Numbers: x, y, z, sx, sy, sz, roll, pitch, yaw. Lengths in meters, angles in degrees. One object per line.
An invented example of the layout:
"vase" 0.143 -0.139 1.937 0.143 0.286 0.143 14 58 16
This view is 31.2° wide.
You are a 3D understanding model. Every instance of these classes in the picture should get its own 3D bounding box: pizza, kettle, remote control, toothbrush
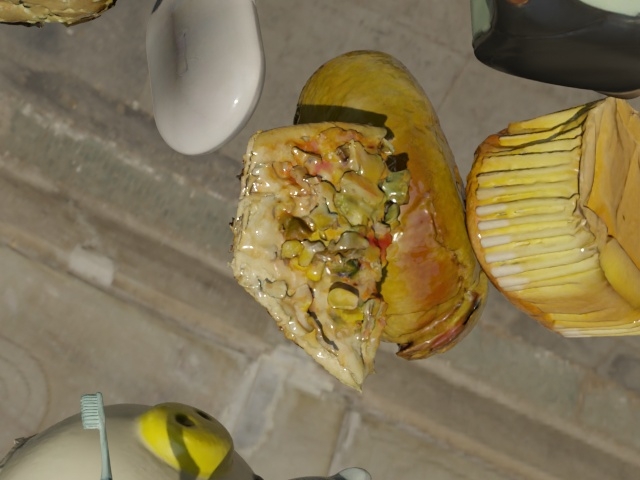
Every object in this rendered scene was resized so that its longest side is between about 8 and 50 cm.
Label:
"pizza" 0.000 0.000 0.939 0.147 0.226 0.069 14 162 -16
"kettle" 0.158 -0.230 0.695 0.165 0.255 0.240 5 175 33
"remote control" -0.177 -0.282 1.726 0.221 0.332 0.103 -30 146 35
"toothbrush" -0.168 0.207 0.894 0.019 0.219 0.016 0 136 -19

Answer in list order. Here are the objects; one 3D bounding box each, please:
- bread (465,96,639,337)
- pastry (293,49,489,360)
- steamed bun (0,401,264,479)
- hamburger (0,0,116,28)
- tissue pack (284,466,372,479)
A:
"bread" 0.258 -0.017 1.166 0.156 0.204 0.288 -5 157 37
"pastry" 0.073 -0.042 1.266 0.164 0.356 0.356 -20 124 3
"steamed bun" -0.203 0.333 1.195 0.334 0.374 0.333 0 91 19
"hamburger" -0.403 -0.410 1.413 0.318 0.195 0.277 4 162 4
"tissue pack" 0.022 0.348 0.926 0.236 0.333 0.229 -38 124 -10
